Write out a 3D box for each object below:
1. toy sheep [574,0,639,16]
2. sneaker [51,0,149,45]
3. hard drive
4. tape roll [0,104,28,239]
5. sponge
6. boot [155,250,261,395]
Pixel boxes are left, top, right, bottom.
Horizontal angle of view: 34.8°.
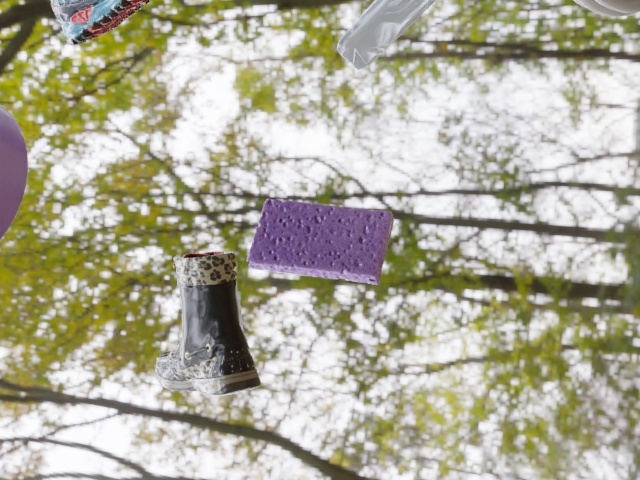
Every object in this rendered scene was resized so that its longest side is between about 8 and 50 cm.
[{"bbox_3d":[0.191,-0.182,0.640,0.091,0.132,0.091,-2,-81,-16],"label":"toy sheep"},{"bbox_3d":[-0.274,-0.353,1.320,0.125,0.262,0.104,59,-142,-10],"label":"sneaker"},{"bbox_3d":[0.165,-0.353,1.159,0.047,0.233,0.353,42,-133,-8],"label":"hard drive"},{"bbox_3d":[-0.529,-0.084,1.360,0.090,0.275,0.274,41,-122,-61],"label":"tape roll"},{"bbox_3d":[0.000,0.000,1.591,0.031,0.210,0.117,67,-147,-59],"label":"sponge"},{"bbox_3d":[-0.158,0.104,1.330,0.085,0.236,0.178,-11,-87,-31],"label":"boot"}]
